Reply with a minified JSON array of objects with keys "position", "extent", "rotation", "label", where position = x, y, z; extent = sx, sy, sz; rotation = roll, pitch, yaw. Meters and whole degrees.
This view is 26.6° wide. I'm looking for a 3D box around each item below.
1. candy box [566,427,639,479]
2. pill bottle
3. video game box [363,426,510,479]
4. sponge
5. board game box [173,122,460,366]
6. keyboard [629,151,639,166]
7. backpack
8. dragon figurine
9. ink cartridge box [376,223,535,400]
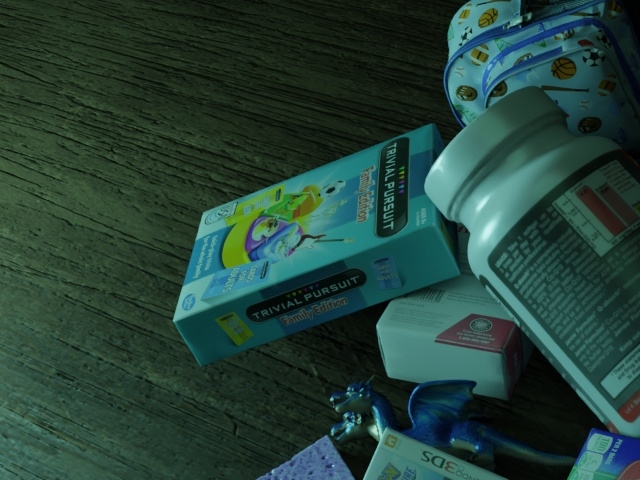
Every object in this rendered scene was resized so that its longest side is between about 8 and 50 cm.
[{"position":[0.344,0.341,1.235],"extent":[0.317,0.122,0.268],"rotation":[9,61,46],"label":"candy box"},{"position":[0.288,0.022,1.428],"extent":[0.210,0.210,0.363],"rotation":[-36,72,-12],"label":"pill bottle"},{"position":[0.113,0.321,1.393],"extent":[0.187,0.048,0.205],"rotation":[20,80,21],"label":"video game box"},{"position":[0.007,0.324,1.502],"extent":[0.117,0.031,0.210],"rotation":[-30,48,-6],"label":"sponge"},{"position":[0.000,0.000,1.659],"extent":[0.336,0.079,0.254],"rotation":[-21,28,16],"label":"board game box"},{"position":[0.453,-0.096,1.562],"extent":[0.201,0.033,0.317],"rotation":[-19,6,-32],"label":"keyboard"},{"position":[0.292,-0.214,1.720],"extent":[0.263,0.276,0.213],"rotation":[-10,41,30],"label":"backpack"},{"position":[0.144,0.209,1.514],"extent":[0.289,0.085,0.144],"rotation":[-11,49,13],"label":"dragon figurine"},{"position":[0.181,0.071,1.587],"extent":[0.158,0.092,0.218],"rotation":[9,44,26],"label":"ink cartridge box"}]
